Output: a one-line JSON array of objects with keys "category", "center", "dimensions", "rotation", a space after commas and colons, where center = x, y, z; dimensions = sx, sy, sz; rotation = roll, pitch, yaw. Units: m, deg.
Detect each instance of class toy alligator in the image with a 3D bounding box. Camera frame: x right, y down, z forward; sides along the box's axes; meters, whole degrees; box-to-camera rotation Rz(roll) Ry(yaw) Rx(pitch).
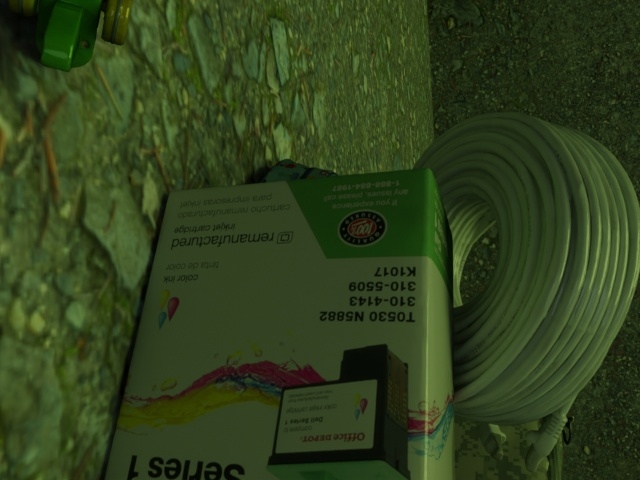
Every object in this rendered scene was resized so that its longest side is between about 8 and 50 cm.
[{"category": "toy alligator", "center": [-0.135, -0.161, 0.316], "dimensions": [0.051, 0.056, 0.190], "rotation": [-41, -135, 53]}]

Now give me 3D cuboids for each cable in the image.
[{"category": "cable", "center": [0.135, 0.019, 0.472], "dimensions": [0.257, 0.089, 0.257], "rotation": [-67, -155, 18]}]

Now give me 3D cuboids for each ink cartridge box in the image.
[{"category": "ink cartridge box", "center": [-0.017, 0.106, 0.375], "dimensions": [0.117, 0.201, 0.278], "rotation": [53, 39, -59]}]

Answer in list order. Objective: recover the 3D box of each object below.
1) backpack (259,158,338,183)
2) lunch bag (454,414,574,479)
[{"category": "backpack", "center": [0.000, 0.000, 0.588], "dimensions": [0.158, 0.116, 0.173], "rotation": [-53, 136, -63]}, {"category": "lunch bag", "center": [0.121, 0.293, 0.625], "dimensions": [0.212, 0.305, 0.256], "rotation": [59, 36, -60]}]
